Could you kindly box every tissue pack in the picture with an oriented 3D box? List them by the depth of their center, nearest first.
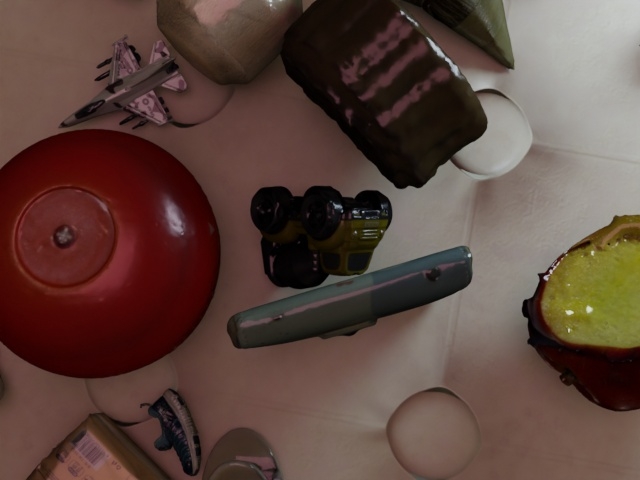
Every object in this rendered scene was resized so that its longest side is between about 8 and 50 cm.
[{"bbox_3d":[-0.339,0.405,1.523,0.222,0.090,0.186,43,84,3],"label":"tissue pack"}]

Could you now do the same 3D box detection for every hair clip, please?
[{"bbox_3d":[-0.124,0.442,1.512,0.172,0.113,0.282,-4,90,1],"label":"hair clip"}]

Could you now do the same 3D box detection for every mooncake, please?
[{"bbox_3d":[0.089,-0.237,1.468,0.187,0.324,0.324,-42,85,3],"label":"mooncake"}]

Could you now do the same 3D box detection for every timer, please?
[{"bbox_3d":[-0.340,0.018,1.469,0.378,0.279,0.378,0,82,3],"label":"timer"}]

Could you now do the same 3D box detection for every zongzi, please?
[{"bbox_3d":[0.263,-0.465,1.535,0.317,0.154,0.289,34,126,-7],"label":"zongzi"}]

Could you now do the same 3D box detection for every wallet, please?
[{"bbox_3d":[0.042,0.098,1.463,0.360,0.252,0.083,-15,81,-3],"label":"wallet"}]

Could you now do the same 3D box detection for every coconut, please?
[{"bbox_3d":[-0.131,-0.370,1.538,0.224,0.224,0.234,40,80,5],"label":"coconut"}]

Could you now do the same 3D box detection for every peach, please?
[{"bbox_3d":[0.487,0.110,1.484,0.362,0.201,0.258,-43,49,-17],"label":"peach"}]

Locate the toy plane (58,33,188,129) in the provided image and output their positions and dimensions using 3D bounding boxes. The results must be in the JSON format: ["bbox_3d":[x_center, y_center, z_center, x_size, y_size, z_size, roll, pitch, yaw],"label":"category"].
[{"bbox_3d":[-0.322,-0.244,1.601,0.234,0.082,0.160,-28,95,13],"label":"toy plane"}]

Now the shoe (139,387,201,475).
[{"bbox_3d":[-0.231,0.309,1.543,0.071,0.064,0.143,-25,82,-2],"label":"shoe"}]

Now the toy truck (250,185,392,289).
[{"bbox_3d":[0.000,0.000,1.499,0.147,0.224,0.165,-3,96,-43],"label":"toy truck"}]

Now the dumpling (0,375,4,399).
[{"bbox_3d":[-0.576,0.201,1.556,0.169,0.100,0.134,7,47,23],"label":"dumpling"}]
